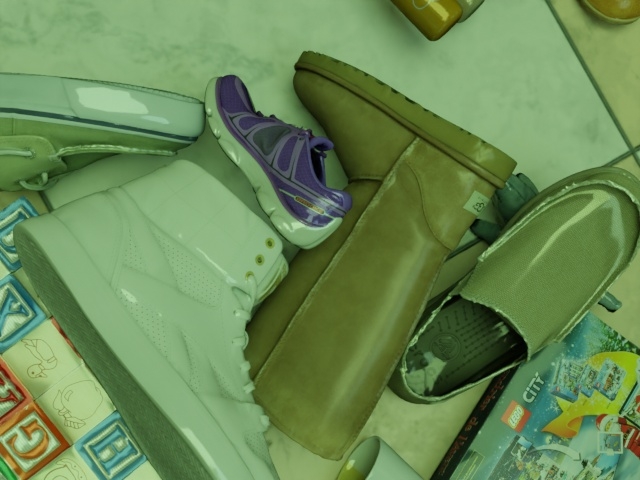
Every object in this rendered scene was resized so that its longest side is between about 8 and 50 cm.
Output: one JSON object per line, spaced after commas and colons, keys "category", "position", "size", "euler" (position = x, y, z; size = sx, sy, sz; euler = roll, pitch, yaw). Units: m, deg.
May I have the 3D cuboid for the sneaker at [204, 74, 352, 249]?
{"category": "sneaker", "position": [-0.030, -0.070, 0.701], "size": [0.071, 0.068, 0.170], "euler": [-38, 65, 6]}

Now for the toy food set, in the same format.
{"category": "toy food set", "position": [0.146, -0.287, 0.795], "size": [0.232, 0.111, 0.104], "euler": [-44, 88, 5]}

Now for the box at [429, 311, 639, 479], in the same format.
{"category": "box", "position": [0.207, 0.185, 0.781], "size": [0.159, 0.044, 0.233], "euler": [36, 78, -3]}

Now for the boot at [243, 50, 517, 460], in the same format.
{"category": "boot", "position": [0.000, 0.000, 0.735], "size": [0.236, 0.089, 0.270], "euler": [37, 97, 38]}

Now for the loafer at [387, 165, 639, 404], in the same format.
{"category": "loafer", "position": [0.160, 0.049, 0.726], "size": [0.268, 0.092, 0.102], "euler": [-44, 95, 11]}

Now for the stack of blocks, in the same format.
{"category": "stack of blocks", "position": [-0.201, 0.137, 0.690], "size": [0.171, 0.087, 0.297], "euler": [-38, 90, -13]}

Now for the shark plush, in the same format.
{"category": "shark plush", "position": [0.198, 0.007, 0.792], "size": [0.073, 0.067, 0.161], "euler": [-32, 89, -13]}

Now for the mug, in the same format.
{"category": "mug", "position": [0.051, 0.209, 0.750], "size": [0.064, 0.078, 0.062], "euler": [36, 46, -11]}

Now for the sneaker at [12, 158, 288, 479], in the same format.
{"category": "sneaker", "position": [-0.066, 0.073, 0.640], "size": [0.169, 0.108, 0.293], "euler": [-31, 85, -33]}

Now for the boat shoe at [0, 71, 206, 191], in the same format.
{"category": "boat shoe", "position": [-0.243, -0.086, 0.718], "size": [0.302, 0.109, 0.094], "euler": [3, 99, -2]}

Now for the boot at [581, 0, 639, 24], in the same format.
{"category": "boot", "position": [0.293, -0.362, 0.787], "size": [0.104, 0.211, 0.295], "euler": [1, 82, -10]}
